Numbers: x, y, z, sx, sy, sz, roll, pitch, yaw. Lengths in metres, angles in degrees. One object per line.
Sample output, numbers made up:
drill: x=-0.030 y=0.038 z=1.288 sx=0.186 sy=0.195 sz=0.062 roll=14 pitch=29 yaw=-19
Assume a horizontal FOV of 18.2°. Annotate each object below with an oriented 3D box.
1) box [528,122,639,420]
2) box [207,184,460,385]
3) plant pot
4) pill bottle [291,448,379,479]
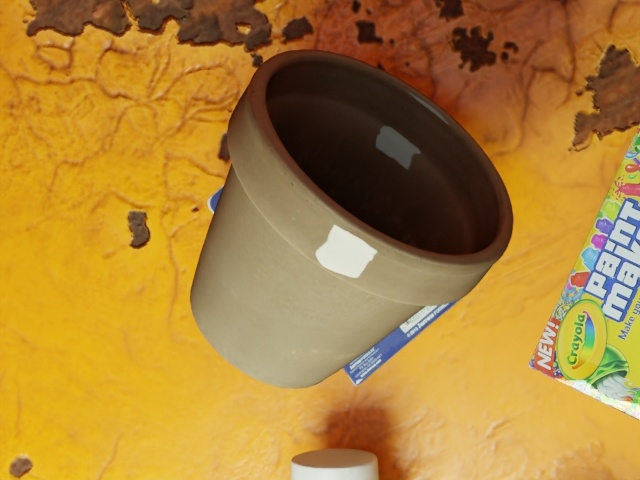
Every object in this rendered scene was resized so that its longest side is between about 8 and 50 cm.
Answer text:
box: x=0.371 y=0.026 z=1.697 sx=0.279 sy=0.177 sz=0.290 roll=25 pitch=103 yaw=12
box: x=0.014 y=0.006 z=1.861 sx=0.136 sy=0.036 sz=0.225 roll=-41 pitch=87 yaw=15
plant pot: x=0.000 y=0.000 z=1.738 sx=0.263 sy=0.263 sz=0.229 roll=41 pitch=123 yaw=7
pill bottle: x=0.016 y=0.290 z=1.859 sx=0.108 sy=0.108 sz=0.180 roll=0 pitch=97 yaw=15
